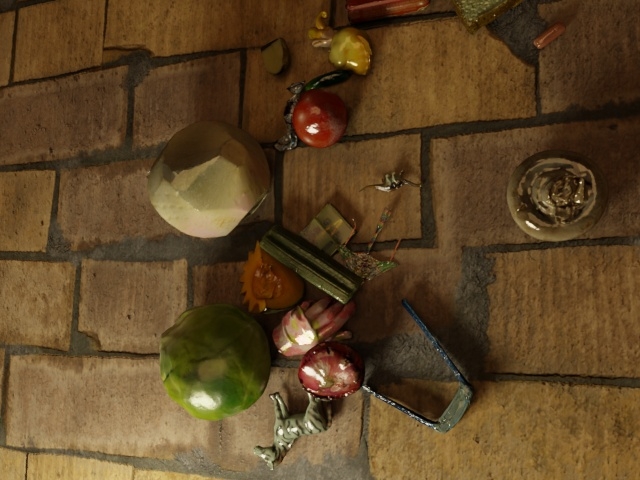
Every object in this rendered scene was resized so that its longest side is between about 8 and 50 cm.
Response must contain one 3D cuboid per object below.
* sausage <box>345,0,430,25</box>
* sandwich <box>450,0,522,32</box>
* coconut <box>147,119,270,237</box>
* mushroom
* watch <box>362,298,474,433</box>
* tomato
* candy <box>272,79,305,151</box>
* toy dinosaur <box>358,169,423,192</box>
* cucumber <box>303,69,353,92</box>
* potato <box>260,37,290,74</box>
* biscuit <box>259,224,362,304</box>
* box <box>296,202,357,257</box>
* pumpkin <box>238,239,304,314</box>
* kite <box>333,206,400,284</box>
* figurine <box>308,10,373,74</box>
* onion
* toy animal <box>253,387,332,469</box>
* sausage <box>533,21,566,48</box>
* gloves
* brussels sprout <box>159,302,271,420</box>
[{"bbox_3d":[0.206,-0.687,1.497,0.263,0.083,0.083,-3,82,18],"label":"sausage"},{"bbox_3d":[0.437,-0.724,1.415,0.226,0.087,0.251,-32,76,15],"label":"sandwich"},{"bbox_3d":[-0.316,-0.186,1.500,0.352,0.352,0.353,-3,82,19],"label":"coconut"},{"bbox_3d":[0.565,-0.109,1.243,0.226,0.178,0.227,1,91,25],"label":"mushroom"},{"bbox_3d":[0.277,0.333,1.354,0.274,0.068,0.276,26,93,25],"label":"watch"},{"bbox_3d":[0.002,-0.349,1.484,0.167,0.167,0.167,-3,82,19],"label":"tomato"},{"bbox_3d":[-0.092,-0.381,1.575,0.093,0.051,0.227,15,90,26],"label":"candy"},{"bbox_3d":[0.196,-0.167,1.454,0.180,0.037,0.058,-7,76,18],"label":"toy dinosaur"},{"bbox_3d":[0.021,-0.485,1.558,0.167,0.039,0.039,-13,79,19],"label":"cucumber"},{"bbox_3d":[-0.130,-0.562,1.607,0.096,0.066,0.103,-10,89,42],"label":"potato"},{"bbox_3d":[-0.033,0.057,1.457,0.322,0.038,0.099,33,71,18],"label":"biscuit"},{"bbox_3d":[0.000,0.000,1.506,0.193,0.030,0.121,-45,72,10],"label":"box"},{"bbox_3d":[-0.142,0.139,1.509,0.130,0.149,0.254,-52,37,33],"label":"pumpkin"},{"bbox_3d":[0.135,0.019,1.449,0.198,0.006,0.244,22,99,10],"label":"kite"},{"bbox_3d":[0.064,-0.577,1.517,0.156,0.131,0.246,-40,60,-21],"label":"figurine"},{"bbox_3d":[0.028,0.333,1.374,0.183,0.147,0.184,-1,121,-2],"label":"onion"},{"bbox_3d":[-0.088,0.499,1.447,0.255,0.090,0.170,-39,77,13],"label":"toy animal"},{"bbox_3d":[0.603,-0.540,1.361,0.083,0.034,0.034,-37,73,13],"label":"sausage"},{"bbox_3d":[-0.010,0.233,1.435,0.241,0.126,0.145,-34,71,19],"label":"gloves"},{"bbox_3d":[-0.291,0.342,1.454,0.344,0.268,0.344,-16,57,26],"label":"brussels sprout"}]
